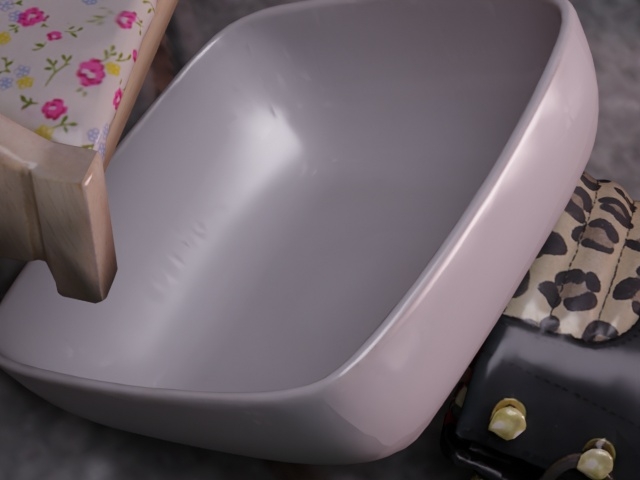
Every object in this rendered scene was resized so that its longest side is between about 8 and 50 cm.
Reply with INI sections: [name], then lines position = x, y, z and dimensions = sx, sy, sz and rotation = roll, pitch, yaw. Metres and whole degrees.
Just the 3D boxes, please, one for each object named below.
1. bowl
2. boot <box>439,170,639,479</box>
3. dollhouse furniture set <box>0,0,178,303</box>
[bowl]
position = 0.000, 0.000, 0.487
dimensions = 0.053, 0.142, 0.142
rotation = 53, 57, -32
[boot]
position = 0.108, 0.096, 0.483
dimensions = 0.179, 0.085, 0.236
rotation = 22, 56, 0
[dollhouse furniture set]
position = -0.135, -0.089, 0.400
dimensions = 0.356, 0.173, 0.303
rotation = 9, 50, 8
